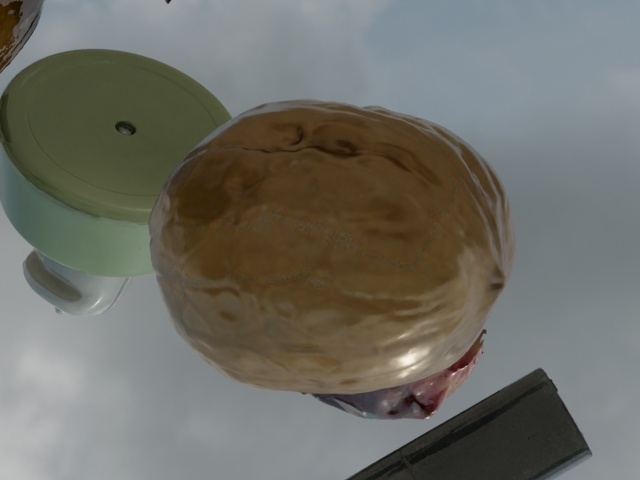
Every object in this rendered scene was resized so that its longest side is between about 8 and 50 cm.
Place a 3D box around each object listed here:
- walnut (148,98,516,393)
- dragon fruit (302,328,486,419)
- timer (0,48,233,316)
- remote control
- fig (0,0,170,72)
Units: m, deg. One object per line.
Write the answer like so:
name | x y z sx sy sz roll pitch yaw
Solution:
walnut | 0.008 0.006 0.781 0.222 0.195 0.195 7 -137 25
dragon fruit | 0.040 0.108 1.432 0.274 0.161 0.126 9 -127 17
timer | -0.272 -0.030 1.572 0.291 0.315 0.290 13 -136 -13
remote control | 0.087 0.266 1.290 0.377 0.044 0.107 -31 -85 1
fig | -0.216 -0.152 0.703 0.202 0.149 0.148 -42 -132 -13
